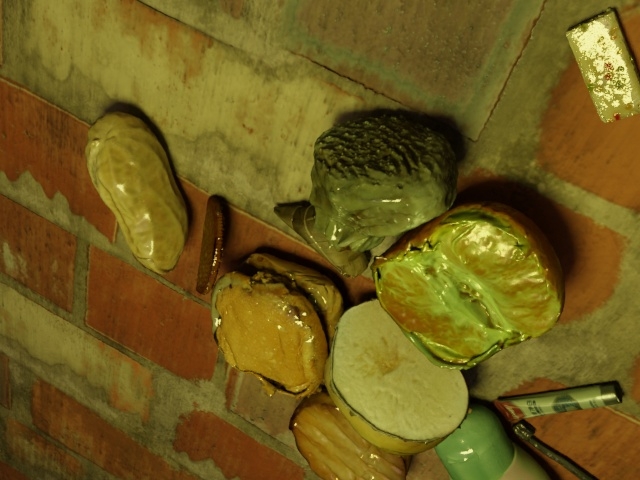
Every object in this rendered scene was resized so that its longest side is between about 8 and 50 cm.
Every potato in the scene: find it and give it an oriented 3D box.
[{"bbox_3d":[0.132,0.281,1.274,0.300,0.246,0.196,53,158,21],"label":"potato"}]

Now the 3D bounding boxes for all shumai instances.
[{"bbox_3d":[0.115,-0.070,1.067,0.260,0.225,0.222,23,141,43],"label":"shumai"}]

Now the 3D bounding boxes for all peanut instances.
[{"bbox_3d":[-0.368,-0.100,1.341,0.174,0.158,0.340,31,148,61],"label":"peanut"}]

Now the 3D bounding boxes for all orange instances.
[{"bbox_3d":[0.250,0.072,1.098,0.262,0.196,0.334,52,126,7],"label":"orange"}]

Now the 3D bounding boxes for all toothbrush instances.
[{"bbox_3d":[0.513,0.461,1.309,0.297,0.030,0.030,37,120,3],"label":"toothbrush"}]

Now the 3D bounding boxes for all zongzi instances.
[{"bbox_3d":[0.000,0.000,1.265,0.176,0.078,0.160,-2,119,41],"label":"zongzi"}]

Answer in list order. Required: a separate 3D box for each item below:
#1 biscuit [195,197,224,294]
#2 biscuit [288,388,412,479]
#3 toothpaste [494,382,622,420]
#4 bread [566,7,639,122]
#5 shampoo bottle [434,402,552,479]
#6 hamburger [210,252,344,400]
[{"bbox_3d":[-0.221,0.017,1.333,0.126,0.025,0.206,-161,79,-66],"label":"biscuit"},{"bbox_3d":[0.073,0.459,1.497,0.296,0.102,0.296,16,128,22],"label":"biscuit"},{"bbox_3d":[0.451,0.310,1.242,0.239,0.039,0.062,-22,114,38],"label":"toothpaste"},{"bbox_3d":[0.408,-0.244,0.921,0.068,0.028,0.154,-17,108,37],"label":"bread"},{"bbox_3d":[0.352,0.490,1.334,0.222,0.151,0.349,-22,108,30],"label":"shampoo bottle"},{"bbox_3d":[-0.094,0.175,1.357,0.318,0.158,0.319,15,120,28],"label":"hamburger"}]
